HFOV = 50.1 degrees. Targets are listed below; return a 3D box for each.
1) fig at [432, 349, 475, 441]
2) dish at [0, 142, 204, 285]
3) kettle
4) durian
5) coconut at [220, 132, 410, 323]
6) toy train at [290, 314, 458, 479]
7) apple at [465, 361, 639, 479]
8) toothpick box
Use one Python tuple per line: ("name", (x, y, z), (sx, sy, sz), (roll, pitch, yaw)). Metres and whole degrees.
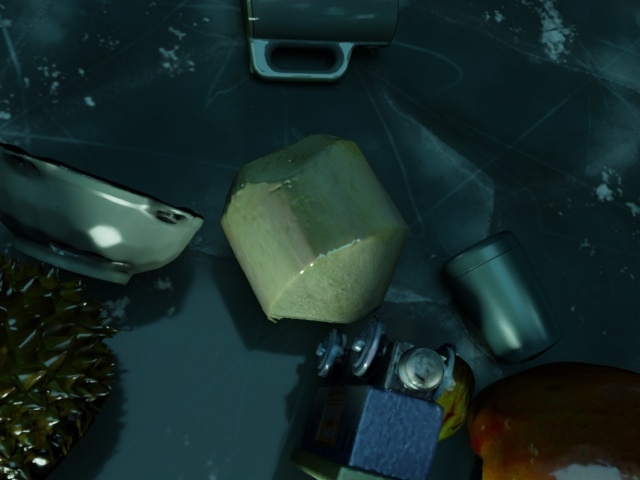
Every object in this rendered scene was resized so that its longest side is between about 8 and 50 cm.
("fig", (0.154, 0.229, 0.946), (0.109, 0.103, 0.154), (42, 70, -43))
("dish", (-0.293, -0.022, 0.862), (0.303, 0.303, 0.120), (20, 88, -5))
("kettle", (-0.007, -0.365, 1.127), (0.243, 0.160, 0.210), (-9, 100, -9))
("durian", (-0.411, 0.163, 0.707), (0.384, 0.348, 0.347), (12, 61, -50))
("coconut", (0.000, 0.000, 0.929), (0.239, 0.239, 0.244), (-23, 71, -20))
("toy train", (0.055, 0.207, 0.829), (0.131, 0.299, 0.202), (20, 74, -7))
("apple", (0.376, 0.336, 0.946), (0.365, 0.295, 0.328), (11, 25, -7))
("toothpick box", (0.274, 0.088, 1.019), (0.120, 0.120, 0.184), (-25, 81, -20))
